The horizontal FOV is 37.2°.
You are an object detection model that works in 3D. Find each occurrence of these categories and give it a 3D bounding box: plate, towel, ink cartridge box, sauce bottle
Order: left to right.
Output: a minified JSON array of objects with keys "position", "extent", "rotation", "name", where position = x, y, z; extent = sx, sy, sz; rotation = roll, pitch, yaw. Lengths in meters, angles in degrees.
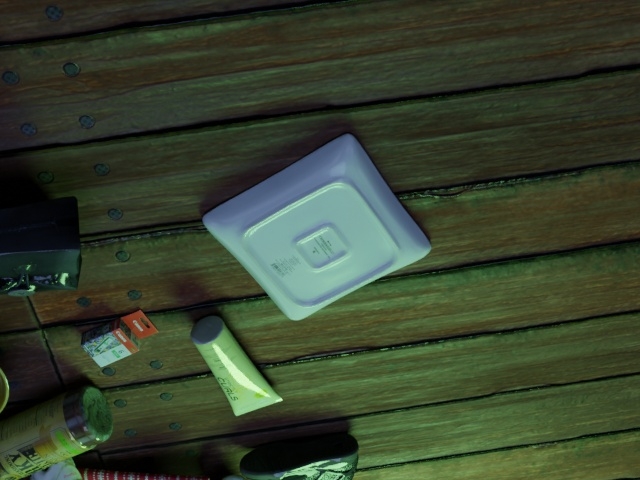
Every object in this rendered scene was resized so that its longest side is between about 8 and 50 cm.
[{"position":[-0.534,0.365,1.679],"extent":[0.344,0.111,0.111],"rotation":[-25,127,14],"name":"sauce bottle"},{"position":[-0.336,0.165,1.595],"extent":[0.115,0.029,0.063],"rotation":[-23,127,12],"name":"ink cartridge box"},{"position":[-0.337,0.509,1.833],"extent":[0.274,0.031,0.199],"rotation":[2,129,7],"name":"towel"},{"position":[0.000,0.000,1.498],"extent":[0.278,0.045,0.277],"rotation":[-28,127,15],"name":"plate"}]

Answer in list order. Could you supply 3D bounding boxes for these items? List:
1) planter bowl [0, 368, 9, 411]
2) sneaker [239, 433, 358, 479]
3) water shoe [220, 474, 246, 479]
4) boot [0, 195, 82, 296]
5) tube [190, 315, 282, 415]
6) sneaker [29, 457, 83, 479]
[{"position":[-0.615,0.208,1.555],"extent":[0.217,0.090,0.217],"rotation":[-3,128,-4],"name":"planter bowl"},{"position":[-0.038,0.448,1.823],"extent":[0.227,0.087,0.130],"rotation":[-8,123,-8],"name":"sneaker"},{"position":[-0.167,0.507,1.862],"extent":[0.073,0.080,0.203],"rotation":[15,131,8],"name":"water shoe"},{"position":[-0.586,0.052,1.392],"extent":[0.445,0.146,0.367],"rotation":[-12,174,-23],"name":"boot"},{"position":[-0.149,0.226,1.653],"extent":[0.070,0.062,0.240],"rotation":[14,145,34],"name":"tube"},{"position":[-0.506,0.451,1.774],"extent":[0.090,0.115,0.232],"rotation":[-6,162,-46],"name":"sneaker"}]
